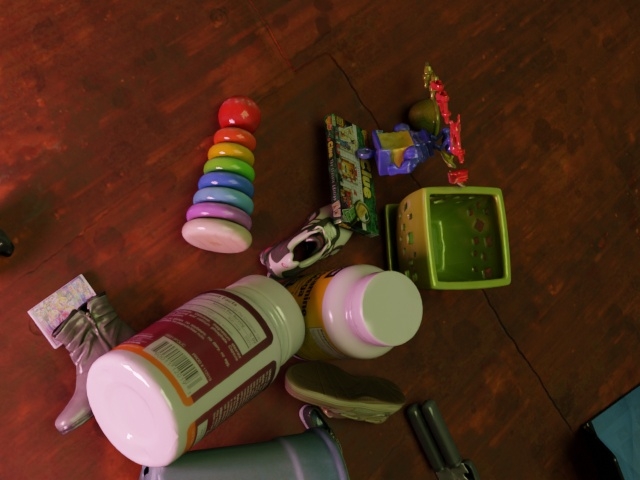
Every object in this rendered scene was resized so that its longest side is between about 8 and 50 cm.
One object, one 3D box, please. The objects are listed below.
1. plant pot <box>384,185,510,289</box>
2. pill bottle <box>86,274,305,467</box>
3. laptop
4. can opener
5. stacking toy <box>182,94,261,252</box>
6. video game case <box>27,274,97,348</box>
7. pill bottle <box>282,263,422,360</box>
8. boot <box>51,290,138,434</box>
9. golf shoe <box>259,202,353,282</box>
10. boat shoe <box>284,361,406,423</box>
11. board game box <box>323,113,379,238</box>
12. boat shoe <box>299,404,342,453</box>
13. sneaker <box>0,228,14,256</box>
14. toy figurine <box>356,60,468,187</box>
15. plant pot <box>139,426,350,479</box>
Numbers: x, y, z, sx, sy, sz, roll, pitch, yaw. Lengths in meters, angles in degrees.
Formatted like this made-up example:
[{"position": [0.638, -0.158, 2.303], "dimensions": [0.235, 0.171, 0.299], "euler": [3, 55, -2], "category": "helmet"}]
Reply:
[{"position": [0.271, 0.005, 2.034], "dimensions": [0.228, 0.207, 0.227], "euler": [-1, 83, -31], "category": "plant pot"}, {"position": [-0.216, 0.224, 1.668], "dimensions": [0.392, 0.224, 0.224], "euler": [-33, 100, -48], "category": "pill bottle"}, {"position": [0.844, 0.615, 2.268], "dimensions": [0.236, 0.408, 0.382], "euler": [-22, 94, 3], "category": "laptop"}, {"position": [0.291, 0.488, 2.067], "dimensions": [0.283, 0.076, 0.095], "euler": [65, 27, -6], "category": "can opener"}, {"position": [-0.189, -0.148, 1.841], "dimensions": [0.141, 0.141, 0.330], "euler": [17, 70, -27], "category": "stacking toy"}, {"position": [-0.476, 0.133, 1.694], "dimensions": [0.122, 0.011, 0.087], "euler": [-39, 102, -29], "category": "video game case"}, {"position": [0.051, 0.147, 1.811], "dimensions": [0.188, 0.334, 0.187], "euler": [5, 80, -30], "category": "pill bottle"}, {"position": [-0.443, 0.222, 1.660], "dimensions": [0.161, 0.083, 0.246], "euler": [49, 54, -17], "category": "boot"}, {"position": [0.000, 0.000, 1.930], "dimensions": [0.273, 0.120, 0.105], "euler": [-38, 100, -30], "category": "golf shoe"}, {"position": [0.042, 0.335, 1.905], "dimensions": [0.302, 0.098, 0.109], "euler": [16, 31, -35], "category": "boat shoe"}, {"position": [0.069, -0.142, 1.988], "dimensions": [0.136, 0.030, 0.259], "euler": [20, 59, -49], "category": "board game box"}, {"position": [0.005, 0.412, 1.914], "dimensions": [0.049, 0.040, 0.142], "euler": [-40, 103, -29], "category": "boat shoe"}, {"position": [-0.627, 0.065, 1.578], "dimensions": [0.106, 0.078, 0.234], "euler": [42, 62, -16], "category": "sneaker"}, {"position": [0.179, -0.244, 2.007], "dimensions": [0.217, 0.362, 0.191], "euler": [-12, 125, 0], "category": "toy figurine"}, {"position": [-0.156, 0.519, 1.660], "dimensions": [0.334, 0.341, 0.341], "euler": [4, 81, -21], "category": "plant pot"}]
